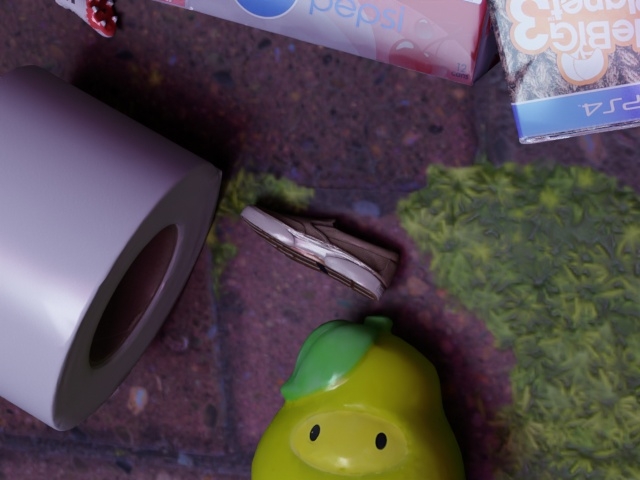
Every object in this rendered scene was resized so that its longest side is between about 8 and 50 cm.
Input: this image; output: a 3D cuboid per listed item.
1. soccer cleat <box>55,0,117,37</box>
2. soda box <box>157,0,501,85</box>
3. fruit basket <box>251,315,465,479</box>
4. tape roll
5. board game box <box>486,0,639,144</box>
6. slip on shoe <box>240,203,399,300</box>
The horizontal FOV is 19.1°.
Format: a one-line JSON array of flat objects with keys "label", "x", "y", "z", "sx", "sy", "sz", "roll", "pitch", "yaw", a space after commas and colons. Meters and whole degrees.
[{"label": "soccer cleat", "x": -0.197, "y": -0.196, "z": 1.548, "sx": 0.035, "sy": 0.029, "sz": 0.083, "roll": -38, "pitch": 89, "yaw": 38}, {"label": "soda box", "x": 0.012, "y": -0.196, "z": 1.421, "sx": 0.263, "sy": 0.092, "sz": 0.083, "roll": 17, "pitch": 116, "yaw": 16}, {"label": "fruit basket", "x": 0.031, "y": 0.265, "z": 1.503, "sx": 0.392, "sy": 0.283, "sz": 0.392, "roll": 7, "pitch": 121, "yaw": 12}, {"label": "tape roll", "x": -0.214, "y": 0.005, "z": 1.507, "sx": 0.169, "sy": 0.246, "sz": 0.246, "roll": 29, "pitch": 118, "yaw": 10}, {"label": "board game box", "x": 0.195, "y": -0.241, "z": 1.248, "sx": 0.141, "sy": 0.232, "sz": 0.291, "roll": -8, "pitch": 106, "yaw": 26}, {"label": "slip on shoe", "x": 0.000, "y": 0.000, "z": 1.534, "sx": 0.135, "sy": 0.051, "sz": 0.041, "roll": 28, "pitch": 78, "yaw": 20}]
